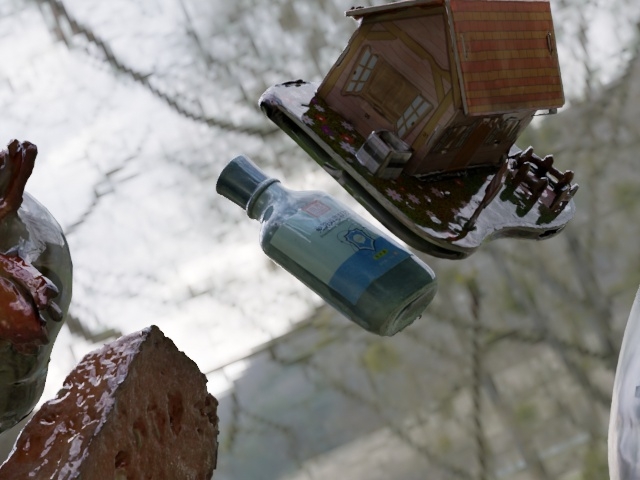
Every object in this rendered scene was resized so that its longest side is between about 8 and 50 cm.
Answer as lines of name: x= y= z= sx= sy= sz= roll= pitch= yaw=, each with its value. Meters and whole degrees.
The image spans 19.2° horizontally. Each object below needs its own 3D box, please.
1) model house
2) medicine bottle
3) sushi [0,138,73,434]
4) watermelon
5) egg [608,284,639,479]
model house: x=0.123 y=-0.115 z=1.512 sx=0.294 sy=0.207 sz=0.154 roll=-12 pitch=-40 yaw=-59
medicine bottle: x=0.000 y=0.000 z=1.612 sx=0.090 sy=0.208 sz=0.054 roll=-33 pitch=-28 yaw=-43
sushi: x=-0.225 y=0.067 z=0.998 sx=0.130 sy=0.124 sz=0.332 roll=-4 pitch=-26 yaw=-29
watermelon: x=-0.174 y=0.196 z=1.527 sx=0.139 sy=0.257 sz=0.193 roll=9 pitch=-18 yaw=36
egg: x=0.337 y=0.084 z=1.061 sx=0.428 sy=0.345 sz=0.345 roll=-42 pitch=-2 yaw=-25
